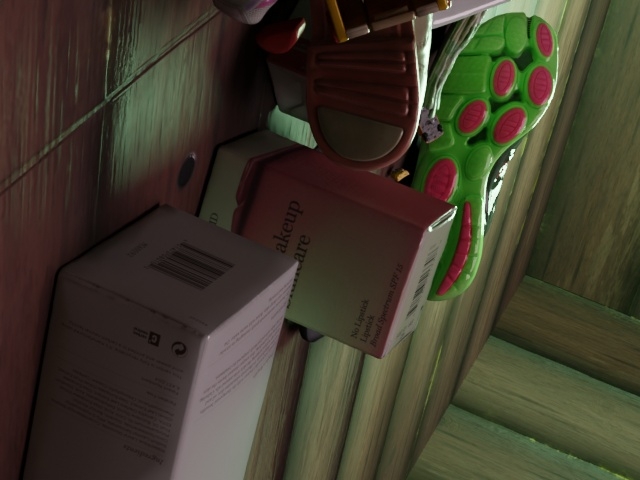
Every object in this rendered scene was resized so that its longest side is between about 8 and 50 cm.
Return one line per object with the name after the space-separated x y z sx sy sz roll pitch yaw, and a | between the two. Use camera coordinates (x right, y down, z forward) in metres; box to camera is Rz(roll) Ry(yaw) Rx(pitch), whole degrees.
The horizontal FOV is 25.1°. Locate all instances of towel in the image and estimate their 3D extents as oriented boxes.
0.227 -0.349 1.990 0.248 0.038 0.325 -67 -177 -56 | towel

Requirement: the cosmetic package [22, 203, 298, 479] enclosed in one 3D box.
-0.158 0.179 1.328 0.197 0.155 0.365 -39 149 -61 | cosmetic package

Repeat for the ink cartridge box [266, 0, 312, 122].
0.021 -0.233 1.541 0.198 0.067 0.115 -63 164 -18 | ink cartridge box

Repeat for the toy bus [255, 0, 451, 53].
0.041 -0.235 1.165 0.191 0.202 0.104 -37 118 -37 | toy bus

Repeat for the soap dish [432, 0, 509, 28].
0.199 -0.387 1.669 0.291 0.118 0.229 -25 143 -26 | soap dish

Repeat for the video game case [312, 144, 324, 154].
-0.005 -0.094 1.625 0.143 0.019 0.157 -42 -176 37 | video game case

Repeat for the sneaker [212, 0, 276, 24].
-0.030 -0.277 1.252 0.252 0.103 0.111 -45 156 -39 | sneaker

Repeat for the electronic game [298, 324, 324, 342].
0.024 0.032 1.984 0.229 0.048 0.229 20 90 -77 | electronic game

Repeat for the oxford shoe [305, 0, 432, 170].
0.050 -0.268 1.411 0.146 0.140 0.397 -21 118 -80 | oxford shoe

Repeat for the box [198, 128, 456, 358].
0.000 0.000 1.476 0.127 0.232 0.148 -32 141 -66 | box

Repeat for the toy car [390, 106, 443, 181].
0.133 -0.151 2.175 0.122 0.060 0.040 -48 -154 -10 | toy car

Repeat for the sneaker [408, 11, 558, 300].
0.229 -0.144 2.310 0.202 0.185 0.482 -96 -150 -82 | sneaker
